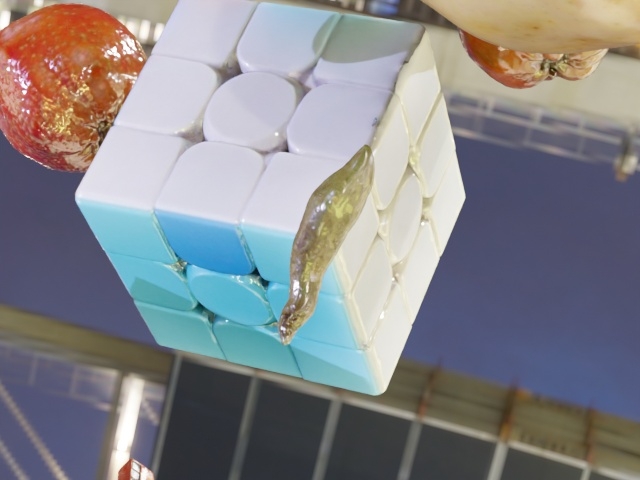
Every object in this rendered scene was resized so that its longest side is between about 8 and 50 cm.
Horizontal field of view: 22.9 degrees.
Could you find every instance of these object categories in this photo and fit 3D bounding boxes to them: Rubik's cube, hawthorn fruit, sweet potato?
[{"bbox_3d":[-0.039,-0.051,1.679,0.290,0.291,0.292,12,148,22],"label":"Rubik's cube"},{"bbox_3d":[0.228,-0.254,1.658,0.189,0.189,0.189,12,-167,-3],"label":"hawthorn fruit"},{"bbox_3d":[0.000,0.000,1.122,0.038,0.153,0.041,23,-169,-2],"label":"sweet potato"},{"bbox_3d":[-0.324,-0.202,1.956,0.253,0.205,0.205,44,-153,29],"label":"hawthorn fruit"}]

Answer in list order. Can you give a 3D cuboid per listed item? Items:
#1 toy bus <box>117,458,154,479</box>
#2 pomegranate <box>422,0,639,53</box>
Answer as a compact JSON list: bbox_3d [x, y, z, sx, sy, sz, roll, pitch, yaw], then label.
[{"bbox_3d":[-0.204,0.281,1.730,0.043,0.031,0.110,42,-169,-17],"label":"toy bus"},{"bbox_3d":[0.189,-0.348,1.256,0.411,0.412,0.411,12,-167,-3],"label":"pomegranate"}]
